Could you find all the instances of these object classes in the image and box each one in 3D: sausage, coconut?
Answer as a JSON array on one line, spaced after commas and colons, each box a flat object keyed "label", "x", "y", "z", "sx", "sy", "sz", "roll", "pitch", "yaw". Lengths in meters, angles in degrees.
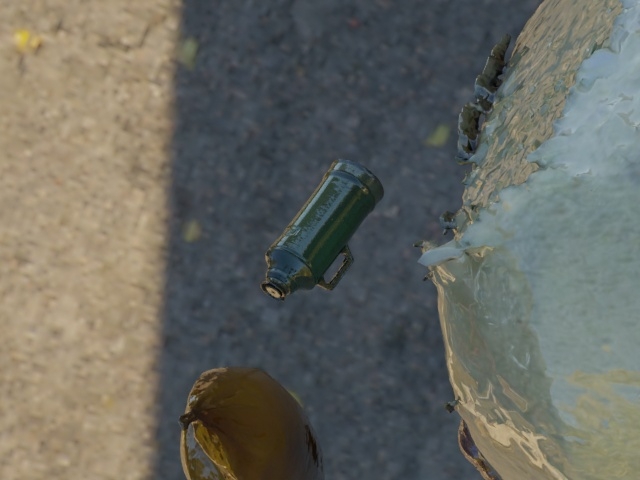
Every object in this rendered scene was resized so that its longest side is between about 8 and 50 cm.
[{"label": "sausage", "x": -0.056, "y": 0.162, "z": 1.342, "sx": 0.112, "sy": 0.328, "sz": 0.112, "roll": -2, "pitch": 72, "yaw": 6}, {"label": "coconut", "x": 0.244, "y": -0.008, "z": 0.729, "sx": 0.360, "sy": 0.346, "sz": 0.346, "roll": -4, "pitch": 71, "yaw": 30}]

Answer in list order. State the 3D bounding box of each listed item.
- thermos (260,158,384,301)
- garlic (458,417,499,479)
[{"label": "thermos", "x": -0.004, "y": -0.003, "z": 2.039, "sx": 0.073, "sy": 0.083, "sz": 0.187, "roll": 17, "pitch": 56, "yaw": 33}, {"label": "garlic", "x": 0.240, "y": 0.240, "z": 2.153, "sx": 0.147, "sy": 0.159, "sz": 0.102, "roll": -18, "pitch": 15, "yaw": 19}]
